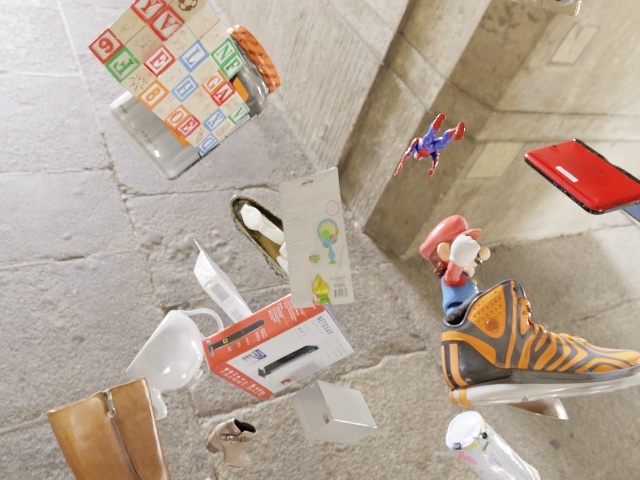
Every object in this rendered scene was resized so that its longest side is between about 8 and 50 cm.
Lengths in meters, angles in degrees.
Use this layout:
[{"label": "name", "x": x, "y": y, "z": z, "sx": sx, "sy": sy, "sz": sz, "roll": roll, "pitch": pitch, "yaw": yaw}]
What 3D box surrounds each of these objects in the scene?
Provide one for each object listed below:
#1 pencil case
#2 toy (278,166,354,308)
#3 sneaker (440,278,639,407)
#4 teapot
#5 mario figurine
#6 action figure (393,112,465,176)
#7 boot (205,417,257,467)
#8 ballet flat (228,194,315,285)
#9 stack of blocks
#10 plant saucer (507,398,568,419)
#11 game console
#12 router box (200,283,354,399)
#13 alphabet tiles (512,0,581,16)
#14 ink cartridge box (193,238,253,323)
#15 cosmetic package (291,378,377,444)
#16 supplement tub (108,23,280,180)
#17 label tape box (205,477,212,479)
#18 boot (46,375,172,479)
[{"label": "pencil case", "x": 0.448, "y": 0.562, "z": 1.313, "sx": 0.273, "sy": 0.124, "sz": 0.113, "roll": 46, "pitch": 46, "yaw": -16}, {"label": "toy", "x": 0.000, "y": 0.000, "z": 0.929, "sx": 0.056, "sy": 0.136, "sz": 0.238, "roll": 6, "pitch": 76, "yaw": -54}, {"label": "sneaker", "x": 0.333, "y": 0.144, "z": 0.763, "sx": 0.320, "sy": 0.125, "sz": 0.180, "roll": -1, "pitch": 70, "yaw": -14}, {"label": "teapot", "x": -0.424, "y": 0.340, "z": 1.489, "sx": 0.187, "sy": 0.256, "sz": 0.252, "roll": 36, "pitch": 15, "yaw": -9}, {"label": "mario figurine", "x": 0.327, "y": 0.096, "z": 1.106, "sx": 0.170, "sy": 0.198, "sz": 0.321, "roll": 3, "pitch": 72, "yaw": -20}, {"label": "action figure", "x": 0.282, "y": -0.229, "z": 1.353, "sx": 0.091, "sy": 0.280, "sz": 0.139, "roll": 26, "pitch": 87, "yaw": -2}, {"label": "boot", "x": -0.149, "y": 0.373, "z": 0.937, "sx": 0.118, "sy": 0.087, "sz": 0.042, "roll": 38, "pitch": 19, "yaw": -33}, {"label": "ballet flat", "x": -0.129, "y": 0.008, "z": 1.589, "sx": 0.482, "sy": 0.182, "sz": 0.164, "roll": 39, "pitch": 84, "yaw": 27}, {"label": "stack of blocks", "x": -0.219, "y": -0.279, "z": 0.858, "sx": 0.171, "sy": 0.297, "sz": 0.087, "roll": -43, "pitch": 76, "yaw": 0}, {"label": "plant saucer", "x": 0.330, "y": 0.260, "z": 0.889, "sx": 0.198, "sy": 0.198, "sz": 0.036, "roll": 16, "pitch": 85, "yaw": -10}, {"label": "game console", "x": 0.345, "y": -0.060, "z": 0.649, "sx": 0.124, "sy": 0.085, "sz": 0.144, "roll": -15, "pitch": 39, "yaw": -9}, {"label": "router box", "x": -0.093, "y": 0.272, "z": 1.300, "sx": 0.301, "sy": 0.335, "sz": 0.082, "roll": -28, "pitch": 58, "yaw": 1}, {"label": "alphabet tiles", "x": 0.283, "y": -0.468, "z": 0.667, "sx": 0.011, "sy": 0.285, "sz": 0.342, "roll": -18, "pitch": 40, "yaw": -21}, {"label": "ink cartridge box", "x": -0.275, "y": 0.113, "z": 1.352, "sx": 0.056, "sy": 0.181, "sz": 0.224, "roll": -40, "pitch": 38, "yaw": -8}, {"label": "cosmetic package", "x": 0.040, "y": 0.471, "z": 1.384, "sx": 0.238, "sy": 0.107, "sz": 0.127, "roll": 30, "pitch": 25, "yaw": -45}, {"label": "supplement tub", "x": -0.267, "y": -0.307, "z": 1.118, "sx": 0.338, "sy": 0.207, "sz": 0.207, "roll": -40, "pitch": 68, "yaw": -7}, {"label": "label tape box", "x": -0.319, "y": 0.680, "z": 1.009, "sx": 0.106, "sy": 0.240, "sz": 0.334, "roll": 39, "pitch": 89, "yaw": 4}, {"label": "boot", "x": -0.269, "y": 0.335, "z": 0.620, "sx": 0.264, "sy": 0.096, "sz": 0.281, "roll": -18, "pitch": 90, "yaw": -59}]
